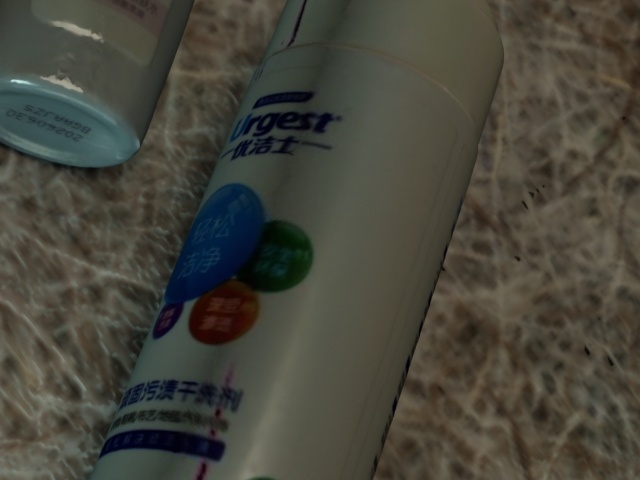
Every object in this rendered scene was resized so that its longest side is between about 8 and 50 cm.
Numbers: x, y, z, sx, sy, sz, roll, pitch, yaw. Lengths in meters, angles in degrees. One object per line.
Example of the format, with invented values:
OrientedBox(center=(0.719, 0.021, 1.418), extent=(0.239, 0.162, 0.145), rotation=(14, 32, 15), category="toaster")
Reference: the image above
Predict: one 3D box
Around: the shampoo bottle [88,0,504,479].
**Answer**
OrientedBox(center=(0.000, 0.000, 0.694), extent=(0.092, 0.092, 0.303), rotation=(28, 62, -15), category="shampoo bottle")

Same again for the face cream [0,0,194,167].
OrientedBox(center=(-0.077, -0.126, 0.725), extent=(0.084, 0.057, 0.198), rotation=(20, 63, -19), category="face cream")
